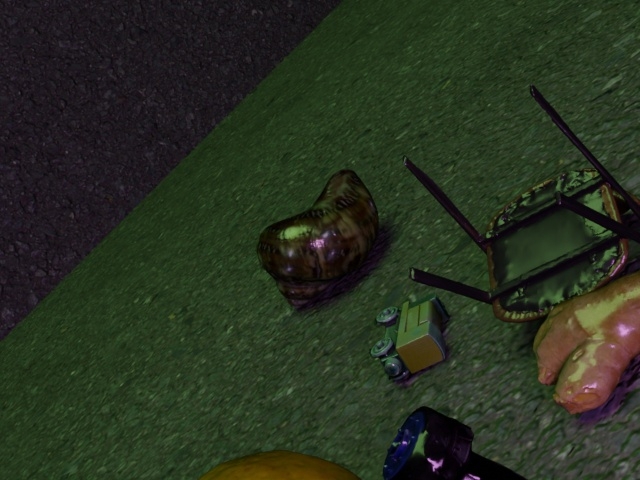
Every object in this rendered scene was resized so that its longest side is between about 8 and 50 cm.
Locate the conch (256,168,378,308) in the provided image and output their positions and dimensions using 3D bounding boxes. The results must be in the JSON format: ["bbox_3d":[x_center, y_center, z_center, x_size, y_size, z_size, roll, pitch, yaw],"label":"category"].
[{"bbox_3d":[0.001,0.003,1.541,0.181,0.124,0.187,-42,-9,26],"label":"conch"}]

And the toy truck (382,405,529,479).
[{"bbox_3d":[0.085,0.235,0.748,0.177,0.161,0.213,-53,9,31],"label":"toy truck"}]

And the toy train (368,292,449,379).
[{"bbox_3d":[0.098,0.103,1.193,0.081,0.050,0.122,-28,19,22],"label":"toy train"}]

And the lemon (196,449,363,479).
[{"bbox_3d":[-0.038,0.253,0.892,0.207,0.170,0.170,-9,34,52],"label":"lemon"}]

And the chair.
[{"bbox_3d":[0.215,-0.010,1.037,0.159,0.247,0.172,-29,43,32],"label":"chair"}]

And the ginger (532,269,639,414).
[{"bbox_3d":[0.304,0.031,0.908,0.299,0.065,0.118,-38,30,10],"label":"ginger"}]
